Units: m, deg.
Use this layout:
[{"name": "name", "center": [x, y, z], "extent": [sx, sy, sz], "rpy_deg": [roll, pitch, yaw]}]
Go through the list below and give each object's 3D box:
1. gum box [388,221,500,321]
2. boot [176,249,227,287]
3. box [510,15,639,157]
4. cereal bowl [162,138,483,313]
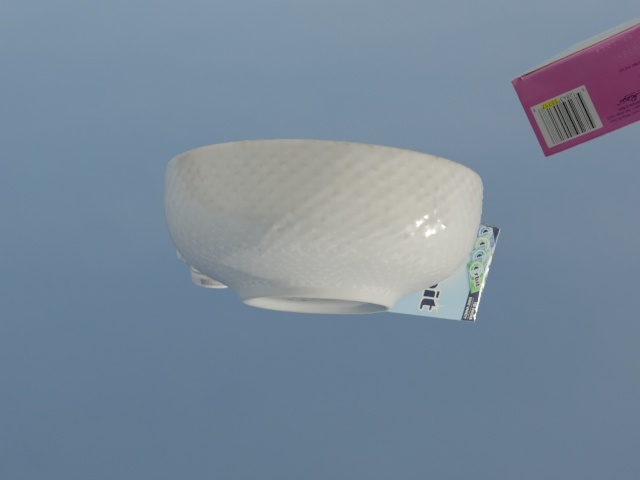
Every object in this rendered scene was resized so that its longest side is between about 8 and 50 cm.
[{"name": "gum box", "center": [0.172, 0.039, 1.907], "extent": [0.184, 0.156, 0.041], "rpy_deg": [9, -169, -28]}, {"name": "boot", "center": [-0.176, -0.015, 1.994], "extent": [0.095, 0.123, 0.258], "rpy_deg": [2, -167, -15]}, {"name": "box", "center": [0.412, -0.227, 1.660], "extent": [0.214, 0.117, 0.243], "rpy_deg": [-22, -173, 37]}, {"name": "cereal bowl", "center": [0.000, 0.000, 1.303], "extent": [0.339, 0.339, 0.141], "rpy_deg": [2, -98, 5]}]
